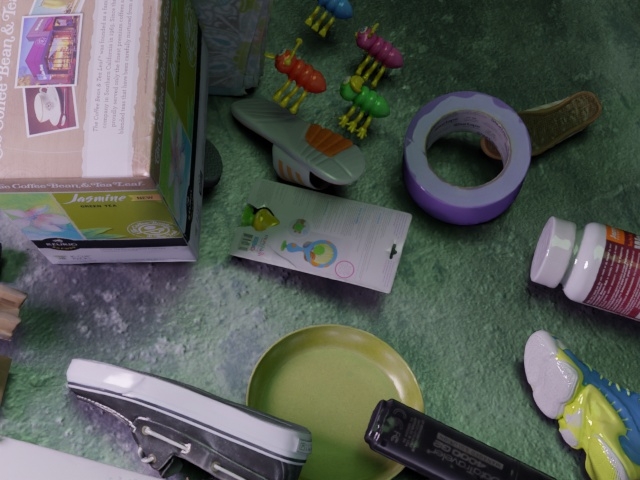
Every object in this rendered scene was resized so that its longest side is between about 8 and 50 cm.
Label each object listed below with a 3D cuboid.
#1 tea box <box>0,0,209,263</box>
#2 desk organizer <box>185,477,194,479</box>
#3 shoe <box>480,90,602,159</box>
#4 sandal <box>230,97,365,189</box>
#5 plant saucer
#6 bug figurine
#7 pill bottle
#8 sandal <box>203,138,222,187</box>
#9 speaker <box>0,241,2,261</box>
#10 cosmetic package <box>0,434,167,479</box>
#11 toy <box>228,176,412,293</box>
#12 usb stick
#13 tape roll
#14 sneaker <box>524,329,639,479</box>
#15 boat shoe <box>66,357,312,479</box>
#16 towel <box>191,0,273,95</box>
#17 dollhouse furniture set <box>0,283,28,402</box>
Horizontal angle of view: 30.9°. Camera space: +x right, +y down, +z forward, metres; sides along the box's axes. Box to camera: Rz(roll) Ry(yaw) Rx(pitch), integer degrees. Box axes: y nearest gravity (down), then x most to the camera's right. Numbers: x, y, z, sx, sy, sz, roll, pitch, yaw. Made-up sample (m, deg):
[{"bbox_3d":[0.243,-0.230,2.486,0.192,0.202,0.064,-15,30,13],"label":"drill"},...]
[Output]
[{"bbox_3d":[-0.281,-0.172,1.514,0.220,0.323,0.329,-1,72,5],"label":"tea box"},{"bbox_3d":[-0.144,0.355,1.390,0.050,0.130,0.047,8,12,-17],"label":"desk organizer"},{"bbox_3d":[0.348,-0.176,1.852,0.219,0.058,0.077,-20,84,-17],"label":"shoe"},{"bbox_3d":[-0.036,-0.134,1.747,0.102,0.076,0.265,-20,42,-38],"label":"sandal"},{"bbox_3d":[0.019,0.227,1.546,0.241,0.037,0.241,4,59,-7],"label":"plant saucer"},{"bbox_3d":[0.030,-0.291,1.798,0.216,0.072,0.279,32,47,-17],"label":"bug figurine"},{"bbox_3d":[0.427,0.044,1.684,0.221,0.121,0.121,18,57,0],"label":"pill bottle"},{"bbox_3d":[-0.263,-0.126,1.714,0.254,0.054,0.097,13,49,9],"label":"sandal"},{"bbox_3d":[-0.503,0.019,1.570,0.136,0.055,0.055,7,57,-5],"label":"speaker"},{"bbox_3d":[-0.304,0.326,1.400,0.231,0.085,0.117,15,58,2],"label":"cosmetic package"},{"bbox_3d":[0.000,0.000,1.674,0.237,0.056,0.137,15,61,5],"label":"toy"},{"bbox_3d":[0.189,0.292,1.504,0.278,0.045,0.077,27,66,-7],"label":"usb stick"},{"bbox_3d":[0.218,-0.124,1.746,0.189,0.080,0.189,0,71,1],"label":"tape roll"},{"bbox_3d":[0.379,0.223,1.596,0.126,0.091,0.240,-14,69,-32],"label":"sneaker"},{"bbox_3d":[-0.180,0.241,1.452,0.335,0.121,0.119,18,84,16],"label":"boat shoe"},{"bbox_3d":[-0.253,-0.338,1.682,0.374,0.320,0.090,5,64,-8],"label":"towel"},{"bbox_3d":[-0.519,0.155,1.454,0.242,0.161,0.212,21,49,-21],"label":"dollhouse furniture set"}]
